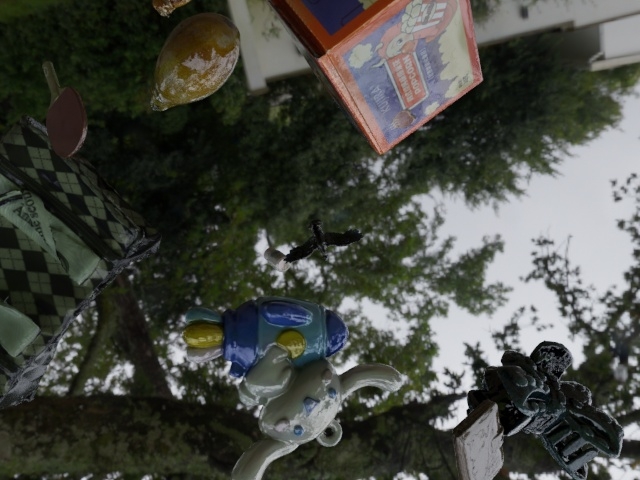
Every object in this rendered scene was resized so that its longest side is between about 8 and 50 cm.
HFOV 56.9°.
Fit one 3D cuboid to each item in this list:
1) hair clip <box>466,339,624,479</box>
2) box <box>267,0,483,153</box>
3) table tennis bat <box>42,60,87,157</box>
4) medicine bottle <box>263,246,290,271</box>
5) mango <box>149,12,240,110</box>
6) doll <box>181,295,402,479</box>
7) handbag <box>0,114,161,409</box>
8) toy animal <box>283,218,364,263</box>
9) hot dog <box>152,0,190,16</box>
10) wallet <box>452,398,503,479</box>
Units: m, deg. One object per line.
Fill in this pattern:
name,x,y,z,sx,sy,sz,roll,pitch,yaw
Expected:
hair clip,0.448,0.330,1.196,0.194,0.310,0.206,-52,-164,27
box,0.077,-0.394,1.043,0.257,0.318,0.349,-35,156,7
table tennis bat,-0.371,-0.191,0.845,0.087,0.156,0.013,-36,160,30
medicine bottle,-0.132,0.056,1.781,0.052,0.052,0.089,-23,-147,-26
mango,-0.282,-0.374,1.280,0.316,0.146,0.192,-25,-148,51
doll,-0.066,0.235,1.124,0.376,0.365,0.187,-30,179,-41
handbag,-0.500,0.046,1.003,0.416,0.317,0.180,-52,169,0
toy animal,0.000,0.000,1.543,0.220,0.108,0.062,-21,-171,2
hot dog,-0.234,-0.531,0.972,0.135,0.337,0.100,18,170,-39
wallet,0.271,0.357,1.013,0.118,0.152,0.039,-26,-156,-33
